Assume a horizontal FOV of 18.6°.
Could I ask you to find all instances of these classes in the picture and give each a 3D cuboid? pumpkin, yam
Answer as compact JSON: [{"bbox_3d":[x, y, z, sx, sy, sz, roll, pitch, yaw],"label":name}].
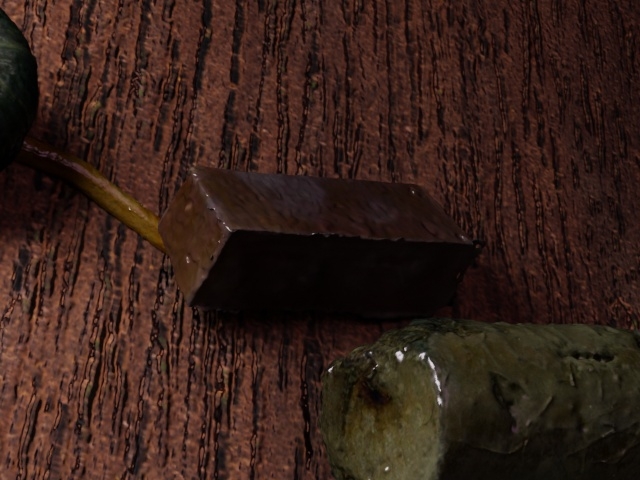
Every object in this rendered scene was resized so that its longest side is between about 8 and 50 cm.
[{"bbox_3d":[-0.353,-0.136,1.723,0.212,0.152,0.211,15,61,-28],"label":"pumpkin"},{"bbox_3d":[0.155,0.167,1.751,0.300,0.195,0.195,4,49,-35],"label":"yam"}]

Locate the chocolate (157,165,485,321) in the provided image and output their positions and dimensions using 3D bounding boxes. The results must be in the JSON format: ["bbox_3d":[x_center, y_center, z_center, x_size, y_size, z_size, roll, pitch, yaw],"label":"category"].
[{"bbox_3d":[0.000,0.000,1.871,0.321,0.112,0.112,3,41,-39],"label":"chocolate"}]

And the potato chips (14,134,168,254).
[{"bbox_3d":[-0.210,-0.044,1.831,0.204,0.026,0.037,32,43,-6],"label":"potato chips"}]
